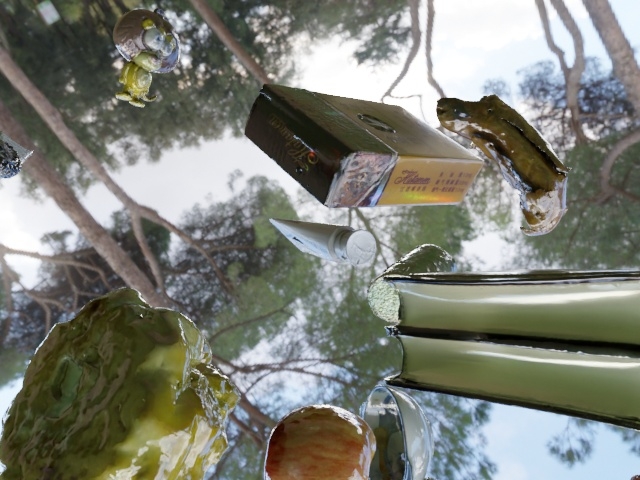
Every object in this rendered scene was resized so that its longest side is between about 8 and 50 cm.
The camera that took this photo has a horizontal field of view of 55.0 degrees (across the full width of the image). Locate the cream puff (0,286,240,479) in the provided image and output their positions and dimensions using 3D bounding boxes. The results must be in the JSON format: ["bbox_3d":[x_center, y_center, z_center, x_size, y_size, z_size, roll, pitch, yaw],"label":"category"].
[{"bbox_3d":[-0.237,0.237,0.819,0.325,0.257,0.291,17,-106,42],"label":"cream puff"}]

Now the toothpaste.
[{"bbox_3d":[0.000,0.000,1.222,0.073,0.114,0.299,-54,-153,-14],"label":"toothpaste"}]

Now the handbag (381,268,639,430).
[{"bbox_3d":[0.269,0.109,0.691,0.237,0.160,0.359,-3,179,-38],"label":"handbag"}]

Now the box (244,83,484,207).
[{"bbox_3d":[0.092,-0.175,1.179,0.416,0.115,0.264,-3,-142,-45],"label":"box"}]

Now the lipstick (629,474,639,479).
[{"bbox_3d":[0.595,0.562,1.159,0.073,0.073,0.280,2,-152,37],"label":"lipstick"}]

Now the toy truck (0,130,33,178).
[{"bbox_3d":[-0.537,-0.100,0.893,0.136,0.111,0.286,-33,-164,11],"label":"toy truck"}]

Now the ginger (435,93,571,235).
[{"bbox_3d":[0.343,-0.155,1.107,0.133,0.309,0.107,-37,176,15],"label":"ginger"}]

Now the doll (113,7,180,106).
[{"bbox_3d":[-0.332,-0.355,1.193,0.096,0.187,0.145,9,-165,38],"label":"doll"}]

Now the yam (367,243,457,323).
[{"bbox_3d":[0.264,0.121,1.714,0.168,0.167,0.304,-3,-166,32],"label":"yam"}]

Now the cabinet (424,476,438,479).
[{"bbox_3d":[0.257,0.569,1.162,0.206,0.150,0.145,20,-167,4],"label":"cabinet"}]

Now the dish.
[{"bbox_3d":[0.149,0.378,1.134,0.086,0.227,0.236,4,-145,-16],"label":"dish"}]

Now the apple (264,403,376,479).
[{"bbox_3d":[0.002,0.280,0.781,0.131,0.146,0.146,2,-142,11],"label":"apple"}]
